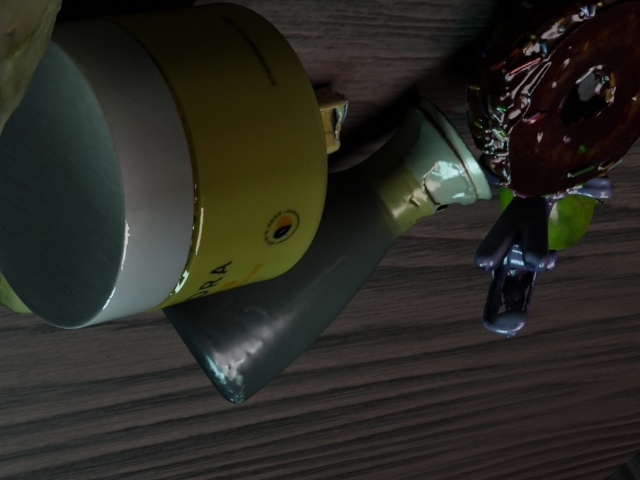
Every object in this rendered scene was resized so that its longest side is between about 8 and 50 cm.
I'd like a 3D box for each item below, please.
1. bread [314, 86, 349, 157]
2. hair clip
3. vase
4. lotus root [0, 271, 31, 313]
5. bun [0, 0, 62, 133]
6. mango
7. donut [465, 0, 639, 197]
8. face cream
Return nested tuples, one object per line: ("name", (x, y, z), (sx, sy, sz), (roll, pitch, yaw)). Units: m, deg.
("bread", (-0.029, -0.097, 1.576), (0.106, 0.053, 0.072), (-16, 130, -38))
("hair clip", (0.218, -0.039, 1.756), (0.137, 0.278, 0.090), (9, 143, 15))
("vase", (0.000, 0.000, 1.682), (0.321, 0.173, 0.173), (-34, 158, -7))
("lotus root", (-0.236, -0.004, 1.461), (0.077, 0.090, 0.183), (3, 147, -8))
("bun", (-0.270, -0.119, 1.083), (0.273, 0.168, 0.273), (-28, 152, -17))
("mango", (0.246, -0.057, 1.941), (0.119, 0.100, 0.178), (-66, 155, -16))
("donut", (0.230, -0.153, 1.663), (0.235, 0.089, 0.235), (-24, 137, -24))
("face cream", (-0.128, -0.059, 1.308), (0.179, 0.218, 0.218), (-14, 152, -37))
